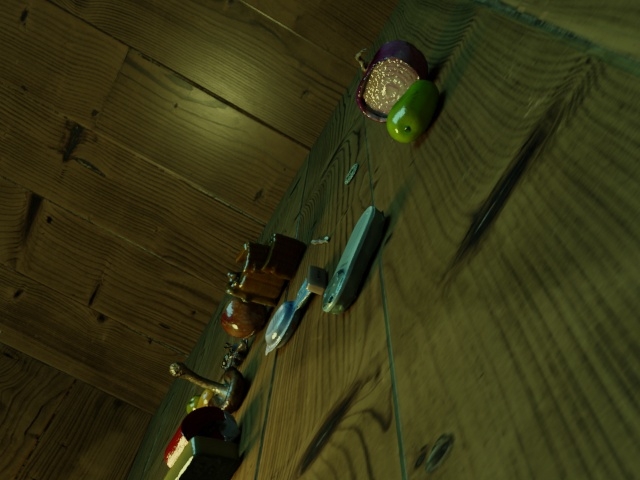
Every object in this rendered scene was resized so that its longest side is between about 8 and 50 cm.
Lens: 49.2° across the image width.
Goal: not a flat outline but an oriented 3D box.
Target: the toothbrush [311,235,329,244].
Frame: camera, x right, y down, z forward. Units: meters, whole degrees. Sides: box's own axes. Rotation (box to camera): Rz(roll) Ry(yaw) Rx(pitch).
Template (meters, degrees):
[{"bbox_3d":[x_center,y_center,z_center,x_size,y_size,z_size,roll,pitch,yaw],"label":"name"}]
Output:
[{"bbox_3d":[-0.001,0.002,2.027,0.017,0.014,0.194,-63,10,-9],"label":"toothbrush"}]

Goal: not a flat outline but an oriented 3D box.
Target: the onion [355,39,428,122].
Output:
[{"bbox_3d":[0.186,-0.413,1.805,0.200,0.201,0.207,-80,-8,-62],"label":"onion"}]

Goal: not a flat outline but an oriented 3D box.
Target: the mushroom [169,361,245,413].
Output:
[{"bbox_3d":[-0.329,0.399,1.992,0.148,0.218,0.227,-65,10,-19],"label":"mushroom"}]

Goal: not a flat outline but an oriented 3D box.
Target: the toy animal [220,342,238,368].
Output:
[{"bbox_3d":[-0.304,0.400,2.377,0.220,0.062,0.107,-86,8,-65],"label":"toy animal"}]

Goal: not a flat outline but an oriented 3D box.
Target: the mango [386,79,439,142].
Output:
[{"bbox_3d":[0.208,-0.292,1.558,0.163,0.089,0.117,-63,10,-13],"label":"mango"}]

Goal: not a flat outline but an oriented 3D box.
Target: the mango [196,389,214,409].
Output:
[{"bbox_3d":[-0.370,0.533,2.289,0.080,0.061,0.114,180,114,-82],"label":"mango"}]

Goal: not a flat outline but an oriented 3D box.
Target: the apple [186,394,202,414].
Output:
[{"bbox_3d":[-0.408,0.563,2.369,0.090,0.074,0.089,-37,17,13],"label":"apple"}]

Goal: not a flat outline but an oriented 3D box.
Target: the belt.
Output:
[{"bbox_3d":[-0.292,0.498,1.713,0.124,0.128,0.201,-59,-15,17],"label":"belt"}]

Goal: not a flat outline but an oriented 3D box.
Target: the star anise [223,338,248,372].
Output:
[{"bbox_3d":[-0.266,0.369,2.269,0.141,0.042,0.141,-58,10,17],"label":"star anise"}]

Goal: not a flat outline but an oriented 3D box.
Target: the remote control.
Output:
[{"bbox_3d":[0.070,0.041,1.443,0.247,0.052,0.104,-65,9,-19],"label":"remote control"}]

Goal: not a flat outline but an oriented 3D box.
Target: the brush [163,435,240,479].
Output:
[{"bbox_3d":[-0.275,0.537,1.598,0.197,0.123,0.059,-58,30,22],"label":"brush"}]

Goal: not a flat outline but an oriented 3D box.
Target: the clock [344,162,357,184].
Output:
[{"bbox_3d":[0.094,-0.201,2.122,0.074,0.010,0.083,-59,11,9],"label":"clock"}]

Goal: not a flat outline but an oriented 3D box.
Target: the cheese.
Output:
[{"bbox_3d":[-0.080,0.192,1.790,0.244,0.052,0.135,-57,13,18],"label":"cheese"}]

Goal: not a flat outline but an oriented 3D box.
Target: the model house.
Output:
[{"bbox_3d":[-0.176,0.077,2.224,0.229,0.200,0.219,-64,22,7],"label":"model house"}]

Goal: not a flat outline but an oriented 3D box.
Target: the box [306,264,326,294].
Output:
[{"bbox_3d":[-0.009,0.095,1.709,0.115,0.048,0.025,-87,20,-69],"label":"box"}]

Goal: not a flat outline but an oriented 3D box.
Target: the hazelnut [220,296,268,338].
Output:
[{"bbox_3d":[-0.239,0.241,2.229,0.154,0.143,0.143,-36,-15,-54],"label":"hazelnut"}]
